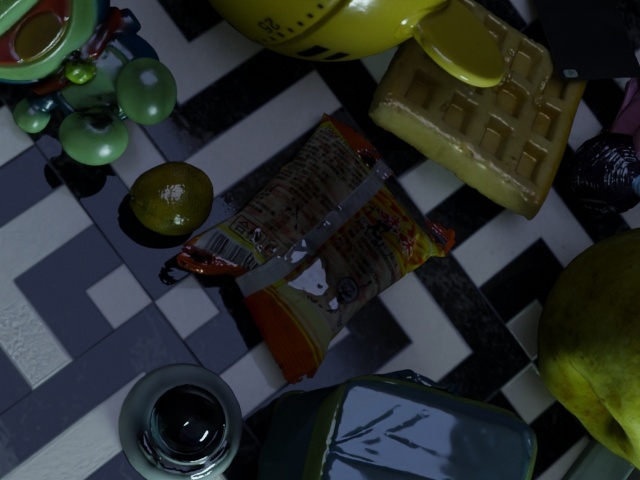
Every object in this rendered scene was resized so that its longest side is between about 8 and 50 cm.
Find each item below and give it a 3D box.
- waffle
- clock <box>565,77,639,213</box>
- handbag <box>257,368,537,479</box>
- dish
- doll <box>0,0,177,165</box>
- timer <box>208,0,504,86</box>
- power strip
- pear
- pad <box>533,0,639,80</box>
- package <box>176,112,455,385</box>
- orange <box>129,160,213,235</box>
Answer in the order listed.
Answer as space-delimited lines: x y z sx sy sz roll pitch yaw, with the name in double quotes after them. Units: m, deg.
0.199 -0.173 1.643 0.247 0.055 0.221 32 57 -10 "waffle"
0.408 -0.117 1.656 0.195 0.194 0.100 -50 119 -19 "clock"
0.072 0.260 1.445 0.263 0.241 0.222 13 76 -13 "handbag"
-0.145 0.200 1.475 0.141 0.078 0.141 3 79 -16 "dish"
-0.304 -0.239 1.465 0.198 0.186 0.322 -34 110 10 "doll"
0.041 -0.348 1.523 0.386 0.376 0.376 25 72 -32 "timer"
0.291 0.335 1.608 0.060 0.027 0.253 44 70 -6 "power strip"
0.413 0.118 1.551 0.303 0.304 0.304 3 78 -16 "pear"
0.332 -0.281 1.720 0.116 0.004 0.193 -3 58 -16 "pad"
0.005 0.005 1.548 0.223 0.108 0.288 48 67 -5 "package"
-0.168 -0.047 1.514 0.095 0.085 0.085 -6 81 -29 "orange"
